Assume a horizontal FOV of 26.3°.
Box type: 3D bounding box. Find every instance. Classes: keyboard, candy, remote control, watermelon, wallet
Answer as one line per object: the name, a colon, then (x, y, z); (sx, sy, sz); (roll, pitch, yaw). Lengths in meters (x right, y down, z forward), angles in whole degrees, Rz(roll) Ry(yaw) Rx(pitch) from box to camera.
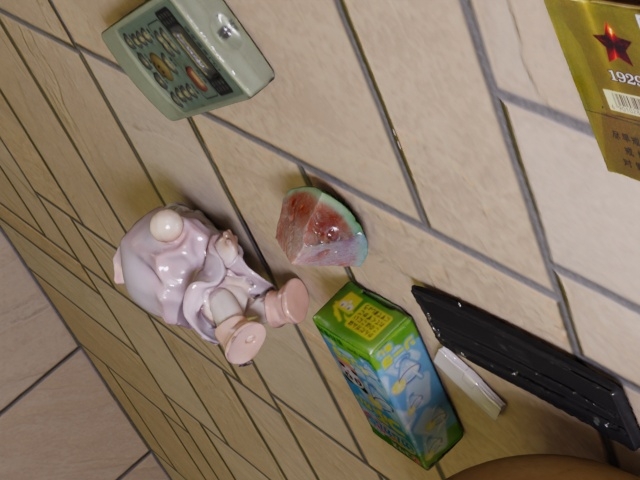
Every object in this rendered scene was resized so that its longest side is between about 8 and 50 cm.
keyboard: (0.170, 0.102, 1.160); (0.250, 0.017, 0.087); (27, 153, 50)
candy: (0.071, 0.139, 1.391); (0.097, 0.062, 0.194); (29, 154, 45)
remote control: (-0.135, -0.171, 1.281); (0.123, 0.038, 0.285); (53, 161, -15)
watermelon: (0.000, -0.003, 1.263); (0.092, 0.072, 0.084); (51, 180, -20)
wallet: (0.142, 0.136, 1.301); (0.083, 0.011, 0.044); (44, 161, 16)

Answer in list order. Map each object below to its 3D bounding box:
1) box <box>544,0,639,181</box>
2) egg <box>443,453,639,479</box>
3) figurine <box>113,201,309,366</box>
box: (0.180, -0.083, 0.762); (0.090, 0.023, 0.133); (23, 148, 51)
egg: (0.188, 0.324, 1.113); (0.301, 0.301, 0.374); (52, 154, -8)
figurine: (-0.133, 0.048, 1.563); (0.276, 0.133, 0.200); (31, 172, 45)
